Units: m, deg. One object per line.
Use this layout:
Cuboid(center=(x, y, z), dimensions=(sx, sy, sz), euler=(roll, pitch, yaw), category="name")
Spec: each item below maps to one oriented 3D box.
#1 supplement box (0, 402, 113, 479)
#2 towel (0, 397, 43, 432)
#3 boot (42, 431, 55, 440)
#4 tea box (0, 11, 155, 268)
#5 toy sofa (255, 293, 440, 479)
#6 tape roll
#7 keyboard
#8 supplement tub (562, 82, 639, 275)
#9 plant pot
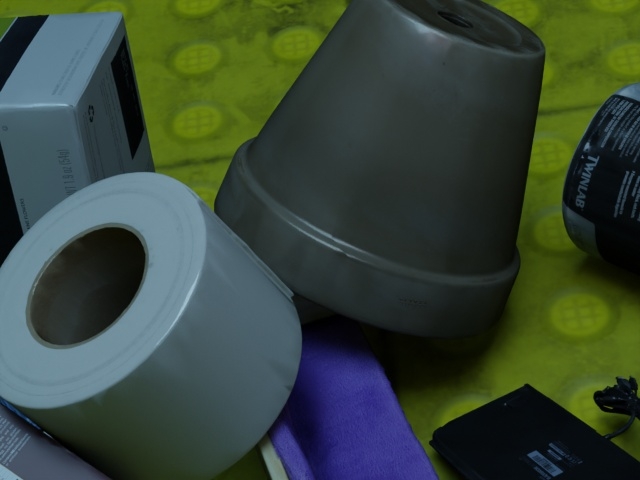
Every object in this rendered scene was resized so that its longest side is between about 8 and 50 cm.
Cuboid(center=(-0.269, 0.255, 1.555), dimensions=(0.194, 0.191, 0.129), euler=(32, 69, 15), category="supplement box")
Cuboid(center=(-0.305, 0.161, 1.829), dimensions=(0.067, 0.029, 0.119), euler=(-25, 44, -16), category="towel")
Cuboid(center=(-0.335, 0.251, 1.710), dimensions=(0.086, 0.069, 0.190), euler=(19, 53, 25), category="boot")
Cuboid(center=(-0.350, -0.040, 1.809), dimensions=(0.323, 0.329, 0.220), euler=(-3, 31, 11), category="tea box")
Cuboid(center=(0.012, 0.181, 1.634), dimensions=(0.150, 0.177, 0.363), euler=(-19, 42, -7), category="toy sofa")
Cuboid(center=(-0.161, 0.083, 1.555), dimensions=(0.246, 0.169, 0.246), euler=(-20, 47, 23), category="tape roll")
Cuboid(center=(0.243, 0.198, 1.589), dimensions=(0.201, 0.033, 0.317), euler=(-24, 21, -12), category="keyboard")
Cuboid(center=(0.421, -0.026, 1.752), dimensions=(0.316, 0.194, 0.193), euler=(26, 54, 32), category="supplement tub")
Cuboid(center=(0.086, -0.102, 1.745), dimensions=(0.323, 0.280, 0.323), euler=(18, 23, -8), category="plant pot")
